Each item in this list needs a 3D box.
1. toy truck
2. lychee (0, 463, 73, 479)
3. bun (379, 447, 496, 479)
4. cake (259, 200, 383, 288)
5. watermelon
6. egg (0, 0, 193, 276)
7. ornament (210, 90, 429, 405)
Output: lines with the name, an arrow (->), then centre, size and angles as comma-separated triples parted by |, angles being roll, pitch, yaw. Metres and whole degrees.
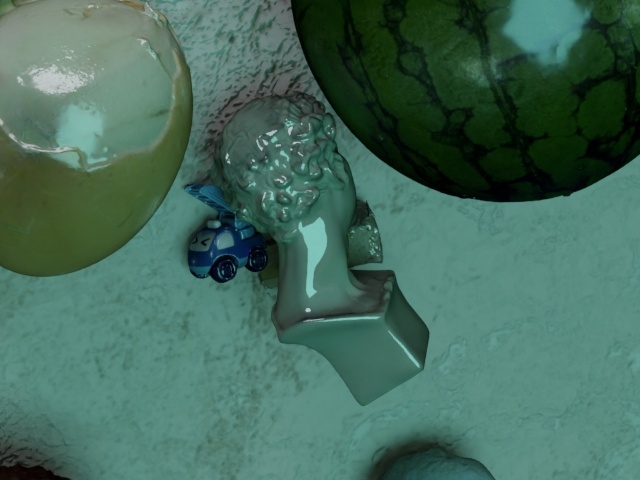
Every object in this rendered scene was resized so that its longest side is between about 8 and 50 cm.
toy truck -> -0.089, -0.011, 1.472 | 0.073, 0.056, 0.090 | -19, 103, -31
lychee -> -0.292, 0.318, 1.426 | 0.260, 0.260, 0.260 | -8, 115, -19
bun -> 0.112, 0.267, 1.656 | 0.141, 0.083, 0.141 | -10, 125, -15
cake -> -0.002, 0.009, 1.513 | 0.121, 0.065, 0.052 | -23, 116, -4
watermelon -> 0.144, -0.200, 1.325 | 0.363, 0.363, 0.363 | -8, 115, -19
egg -> -0.209, -0.082, 1.308 | 0.201, 0.201, 0.244 | 7, 122, -24
ornament -> -0.005, 0.009, 1.425 | 0.120, 0.130, 0.285 | -21, 95, 14
